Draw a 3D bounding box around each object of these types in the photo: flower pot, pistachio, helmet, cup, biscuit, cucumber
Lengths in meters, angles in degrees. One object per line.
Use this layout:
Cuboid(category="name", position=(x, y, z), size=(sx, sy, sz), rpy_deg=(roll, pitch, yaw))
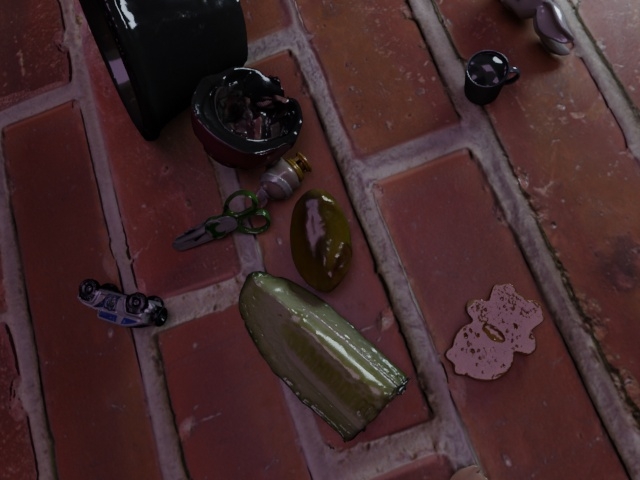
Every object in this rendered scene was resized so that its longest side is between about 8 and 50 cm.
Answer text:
Cuboid(category="flower pot", position=(-0.298, -0.402, 0.998), size=(0.251, 0.379, 0.379), rpy_deg=(-26, 72, -20))
Cuboid(category="pistachio", position=(-0.002, 0.002, 0.940), size=(0.110, 0.100, 0.189), rpy_deg=(-16, 82, 28))
Cuboid(category="helmet", position=(-0.148, -0.213, 0.961), size=(0.198, 0.154, 0.253), rpy_deg=(37, 49, -6))
Cuboid(category="cup", position=(0.324, -0.306, 0.973), size=(0.100, 0.077, 0.078), rpy_deg=(2, 76, 10))
Cuboid(category="biscuit", position=(0.303, 0.163, 0.884), size=(0.134, 0.027, 0.184), rpy_deg=(24, 82, 13))
Cuboid(category="cucumber", position=(-0.010, 0.184, 0.894), size=(0.325, 0.105, 0.145), rpy_deg=(40, 112, 16))

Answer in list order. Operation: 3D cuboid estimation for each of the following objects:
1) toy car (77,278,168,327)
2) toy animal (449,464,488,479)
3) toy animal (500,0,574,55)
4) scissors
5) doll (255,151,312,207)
Cuboid(category="toy car", position=(-0.373, 0.125, 0.974), size=(0.171, 0.080, 0.070), rpy_deg=(14, 80, 11))
Cuboid(category="toy animal", position=(0.226, 0.419, 0.803), size=(0.114, 0.082, 0.091), rpy_deg=(-35, 75, -2))
Cuboid(category="toy animal", position=(0.404, -0.452, 0.983), size=(0.131, 0.103, 0.220), rpy_deg=(-6, 75, 6))
Cuboid(category="scissors", position=(-0.199, -0.026, 0.995), size=(0.205, 0.101, 0.027), rpy_deg=(-23, 37, 17))
Cuboid(category="doll", position=(-0.084, -0.121, 0.995), size=(0.127, 0.073, 0.084), rpy_deg=(-39, 68, -8))
